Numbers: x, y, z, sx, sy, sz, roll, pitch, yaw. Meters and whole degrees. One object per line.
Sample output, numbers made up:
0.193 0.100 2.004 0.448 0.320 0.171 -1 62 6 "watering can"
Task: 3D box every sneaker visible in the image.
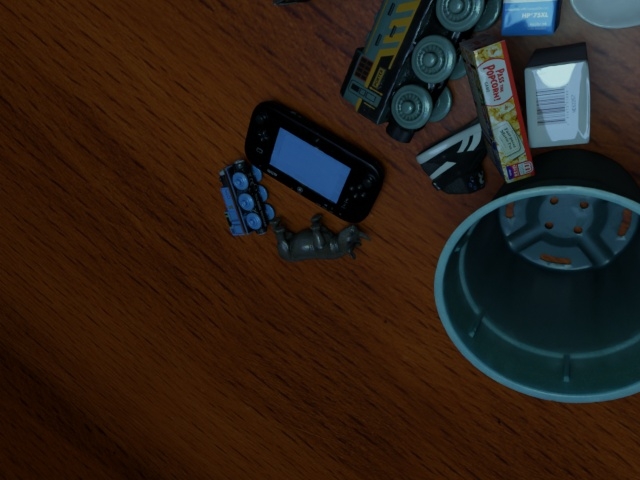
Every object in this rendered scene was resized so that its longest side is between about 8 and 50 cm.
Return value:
0.295 -0.159 0.994 0.217 0.079 0.121 -26 105 42 "sneaker"

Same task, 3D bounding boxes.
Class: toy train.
0.166 -0.340 0.930 0.190 0.142 0.334 36 125 18 "toy train"
-0.180 -0.098 1.257 0.105 0.080 0.184 -3 114 34 "toy train"

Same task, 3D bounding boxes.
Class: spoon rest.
0.505 -0.367 0.772 0.276 0.084 0.137 16 121 18 "spoon rest"

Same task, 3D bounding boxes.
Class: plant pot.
0.392 0.016 0.871 0.341 0.334 0.341 12 120 21 "plant pot"

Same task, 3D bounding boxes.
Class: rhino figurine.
0.000 0.000 1.219 0.243 0.073 0.106 -2 124 25 "rhino figurine"

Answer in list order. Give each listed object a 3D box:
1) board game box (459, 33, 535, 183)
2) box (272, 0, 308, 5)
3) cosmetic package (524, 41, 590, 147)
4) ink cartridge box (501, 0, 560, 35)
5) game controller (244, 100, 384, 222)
0.259 -0.199 0.798 0.045 0.146 0.193 -17 112 14 "board game box"
0.063 -0.556 0.864 0.381 0.143 0.191 -14 107 33 "box"
0.365 -0.227 0.822 0.086 0.231 0.117 0 115 27 "cosmetic package"
0.323 -0.432 0.797 0.078 0.134 0.231 8 119 24 "ink cartridge box"
-0.019 -0.164 1.148 0.319 0.067 0.166 32 125 9 "game controller"
